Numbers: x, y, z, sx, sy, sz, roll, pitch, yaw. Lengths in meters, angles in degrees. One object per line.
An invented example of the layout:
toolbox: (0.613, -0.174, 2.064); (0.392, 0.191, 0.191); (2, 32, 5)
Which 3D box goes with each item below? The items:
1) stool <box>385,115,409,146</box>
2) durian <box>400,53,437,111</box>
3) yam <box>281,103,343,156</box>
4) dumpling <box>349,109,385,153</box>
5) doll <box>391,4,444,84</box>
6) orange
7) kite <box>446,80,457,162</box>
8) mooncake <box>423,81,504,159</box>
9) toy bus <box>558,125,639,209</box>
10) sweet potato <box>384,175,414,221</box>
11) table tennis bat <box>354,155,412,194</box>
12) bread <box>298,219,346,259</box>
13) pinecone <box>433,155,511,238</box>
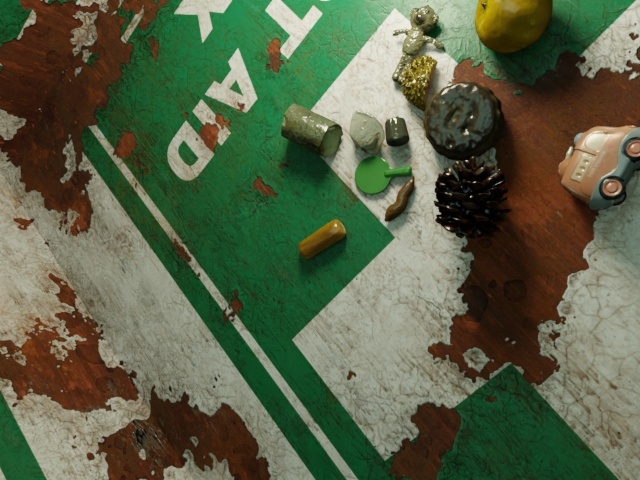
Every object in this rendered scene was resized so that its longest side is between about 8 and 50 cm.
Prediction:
stool: (0.308, -0.440, 1.887); (0.096, 0.096, 0.110); (-12, 80, 25)
durian: (0.394, -0.621, 1.832); (0.165, 0.132, 0.182); (60, 136, 33)
yam: (-0.048, -0.480, 2.025); (0.267, 0.161, 0.161); (31, 103, 19)
dumpling: (0.199, -0.451, 1.936); (0.150, 0.092, 0.177); (-6, 88, 32)
doll: (0.361, -0.788, 1.865); (0.286, 0.091, 0.203); (-43, 69, 27)
orange: (0.669, -0.797, 1.619); (0.234, 0.279, 0.279); (4, 93, -3)
kite: (0.551, -0.470, 1.813); (0.267, 0.013, 0.323); (-7, 90, 25)
mooncake: (0.530, -0.440, 1.730); (0.290, 0.161, 0.291); (2, 96, 24)
toy bus: (0.934, -0.252, 1.549); (0.232, 0.194, 0.288); (32, 105, 34)
sweet potato: (0.331, -0.163, 1.902); (0.065, 0.051, 0.219); (39, 107, 22)
table tennis bat: (0.260, -0.277, 1.946); (0.256, 0.039, 0.161); (-3, 89, 31)
bread: (0.000, 0.000, 2.053); (0.239, 0.074, 0.093); (-33, 82, 23)
pinecone: (0.542, -0.153, 1.665); (0.242, 0.298, 0.296); (-7, 89, 48)
